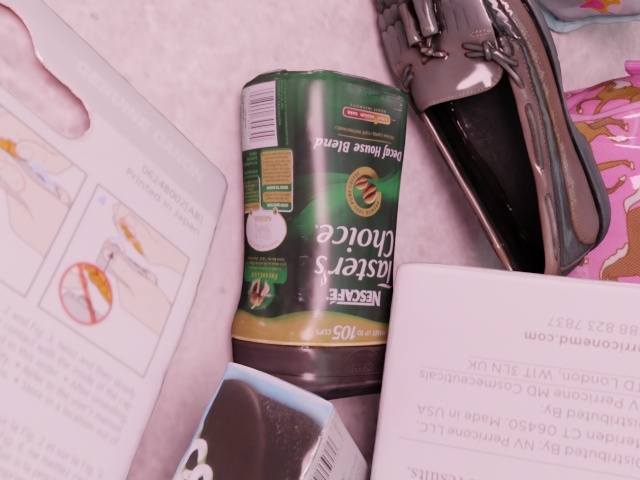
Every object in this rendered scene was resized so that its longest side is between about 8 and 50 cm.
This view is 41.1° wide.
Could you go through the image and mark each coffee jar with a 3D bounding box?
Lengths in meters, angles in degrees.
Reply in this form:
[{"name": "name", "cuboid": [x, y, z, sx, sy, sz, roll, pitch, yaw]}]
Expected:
[{"name": "coffee jar", "cuboid": [0.000, 0.000, 0.493, 0.096, 0.079, 0.185, 3, 89, -43]}]

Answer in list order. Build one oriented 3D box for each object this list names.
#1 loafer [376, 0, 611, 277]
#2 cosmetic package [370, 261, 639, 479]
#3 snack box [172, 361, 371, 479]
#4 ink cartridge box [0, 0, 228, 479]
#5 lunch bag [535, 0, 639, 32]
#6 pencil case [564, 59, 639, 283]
[{"name": "loafer", "cuboid": [0.107, -0.089, 0.558, 0.084, 0.096, 0.268, -44, 107, -41]}, {"name": "cosmetic package", "cuboid": [0.121, 0.255, 0.503, 0.230, 0.161, 0.454, 22, 75, -67]}, {"name": "snack box", "cuboid": [-0.064, 0.237, 0.394, 0.187, 0.060, 0.322, 69, 42, -61]}, {"name": "ink cartridge box", "cuboid": [-0.211, 0.038, 0.321, 0.308, 0.091, 0.385, 44, 46, -34]}, {"name": "lunch bag", "cuboid": [0.187, -0.299, 0.613, 0.262, 0.160, 0.224, 13, 82, -48]}, {"name": "pencil case", "cuboid": [0.269, 0.054, 0.693, 0.167, 0.160, 0.386, -59, 137, -72]}]
